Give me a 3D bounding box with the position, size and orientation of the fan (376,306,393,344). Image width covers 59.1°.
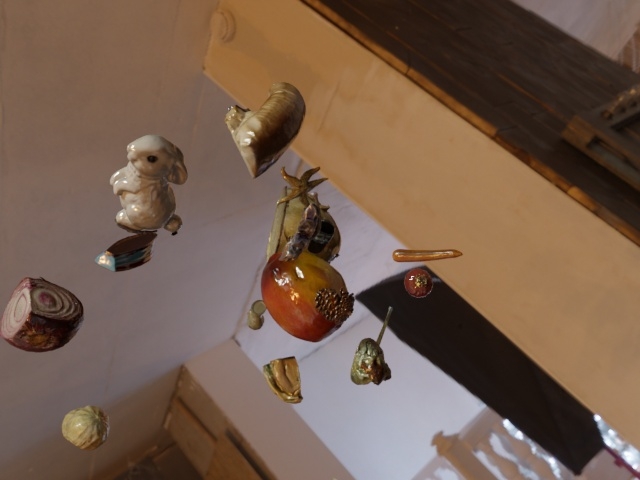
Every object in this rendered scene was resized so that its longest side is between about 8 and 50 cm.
[{"bbox_3d":[0.253,0.359,2.290,0.038,0.016,0.193,14,83,68],"label":"fan"}]

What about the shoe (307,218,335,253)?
[{"bbox_3d":[0.000,0.000,2.007,0.179,0.071,0.049,119,166,-46],"label":"shoe"}]

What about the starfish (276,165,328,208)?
[{"bbox_3d":[-0.064,-0.176,1.979,0.223,0.050,0.217,-36,-58,-16],"label":"starfish"}]

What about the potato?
[{"bbox_3d":[-0.064,-0.032,2.592,0.442,0.319,0.385,-138,61,-75],"label":"potato"}]

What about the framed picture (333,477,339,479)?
[{"bbox_3d":[0.101,1.010,2.030,0.014,0.252,0.197,3,-5,-37],"label":"framed picture"}]

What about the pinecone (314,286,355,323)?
[{"bbox_3d":[0.037,0.169,1.511,0.102,0.109,0.102,22,-90,-88],"label":"pinecone"}]

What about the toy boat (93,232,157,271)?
[{"bbox_3d":[-0.675,0.035,2.025,0.079,0.136,0.392,-65,-2,13],"label":"toy boat"}]

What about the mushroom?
[{"bbox_3d":[-0.170,-0.380,2.000,0.313,0.397,0.224,-26,-61,3],"label":"mushroom"}]

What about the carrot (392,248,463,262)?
[{"bbox_3d":[0.286,0.038,1.512,0.037,0.190,0.037,-3,-90,-71],"label":"carrot"}]

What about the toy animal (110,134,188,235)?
[{"bbox_3d":[-0.533,-0.184,1.805,0.257,0.194,0.357,14,-44,-23],"label":"toy animal"}]

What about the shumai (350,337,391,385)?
[{"bbox_3d":[0.201,0.451,2.075,0.184,0.142,0.184,-43,-37,-44],"label":"shumai"}]

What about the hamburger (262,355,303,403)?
[{"bbox_3d":[-0.162,0.628,2.474,0.155,0.208,0.135,-9,-28,-23],"label":"hamburger"}]

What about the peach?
[{"bbox_3d":[-0.060,0.197,2.093,0.290,0.373,0.372,-26,-13,24],"label":"peach"}]

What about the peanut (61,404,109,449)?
[{"bbox_3d":[-0.856,0.678,2.056,0.152,0.152,0.313,-30,3,-35],"label":"peanut"}]

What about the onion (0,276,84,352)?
[{"bbox_3d":[-0.883,0.260,1.796,0.207,0.216,0.206,29,-69,-37],"label":"onion"}]

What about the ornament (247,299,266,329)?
[{"bbox_3d":[-0.262,0.308,2.297,0.075,0.081,0.156,-58,-6,-35],"label":"ornament"}]

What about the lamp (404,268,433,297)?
[{"bbox_3d":[0.338,0.146,1.940,0.101,0.101,0.090,-37,-8,-23],"label":"lamp"}]

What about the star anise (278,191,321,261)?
[{"bbox_3d":[-0.049,-0.032,1.814,0.262,0.081,0.230,-60,-5,20],"label":"star anise"}]
